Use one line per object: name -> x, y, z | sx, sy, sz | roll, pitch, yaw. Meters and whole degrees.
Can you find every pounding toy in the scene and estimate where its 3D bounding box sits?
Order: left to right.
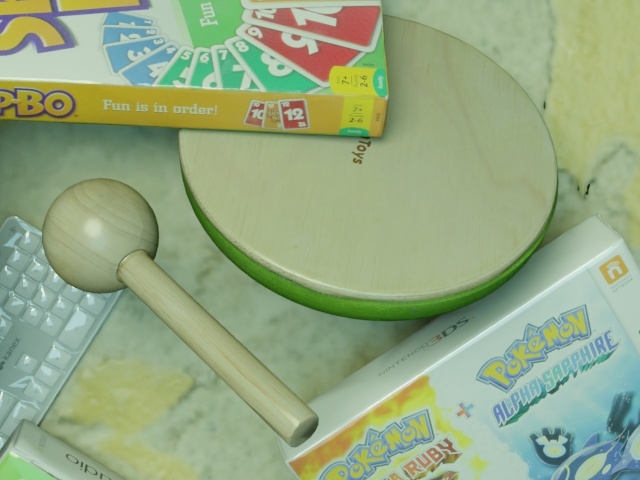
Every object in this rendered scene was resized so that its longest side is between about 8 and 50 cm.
pounding toy -> 0.000, 0.000, 0.647 | 0.183, 0.110, 0.237 | 39, 56, 20

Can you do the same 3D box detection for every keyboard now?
keyboard -> -0.201, 0.110, 0.706 | 0.072, 0.014, 0.256 | 32, 96, -9

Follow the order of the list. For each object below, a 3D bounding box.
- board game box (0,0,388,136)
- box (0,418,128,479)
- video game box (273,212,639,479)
board game box -> -0.100, -0.108, 0.628 | 0.259, 0.124, 0.039 | 1, 141, -3
box -> -0.151, 0.288, 0.717 | 0.232, 0.058, 0.322 | 34, 97, -11
video game box -> 0.110, 0.117, 0.698 | 0.205, 0.048, 0.187 | -34, 110, 2
